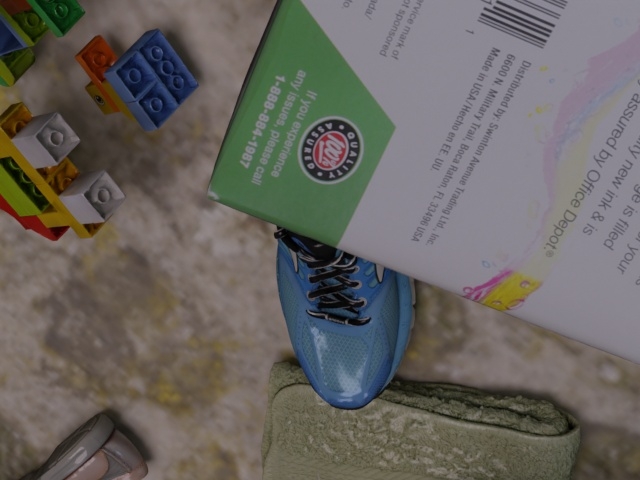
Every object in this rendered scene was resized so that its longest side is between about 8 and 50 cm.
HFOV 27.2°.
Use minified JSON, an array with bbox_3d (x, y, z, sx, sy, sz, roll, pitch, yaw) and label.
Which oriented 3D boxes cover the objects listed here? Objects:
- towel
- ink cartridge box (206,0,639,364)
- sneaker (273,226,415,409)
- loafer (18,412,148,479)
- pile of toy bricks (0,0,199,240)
[{"bbox_3d":[0.042,0.115,0.612,0.148,0.027,0.110,8,114,15],"label":"towel"},{"bbox_3d":[0.090,-0.055,0.443,0.212,0.093,0.154,22,119,-6],"label":"ink cartridge box"},{"bbox_3d":[0.000,0.000,0.553,0.063,0.073,0.162,0,111,17],"label":"sneaker"},{"bbox_3d":[-0.139,0.137,0.671,0.039,0.045,0.125,44,114,-11],"label":"loafer"},{"bbox_3d":[-0.151,-0.107,0.556,0.105,0.118,0.212,-4,130,48],"label":"pile of toy bricks"}]
